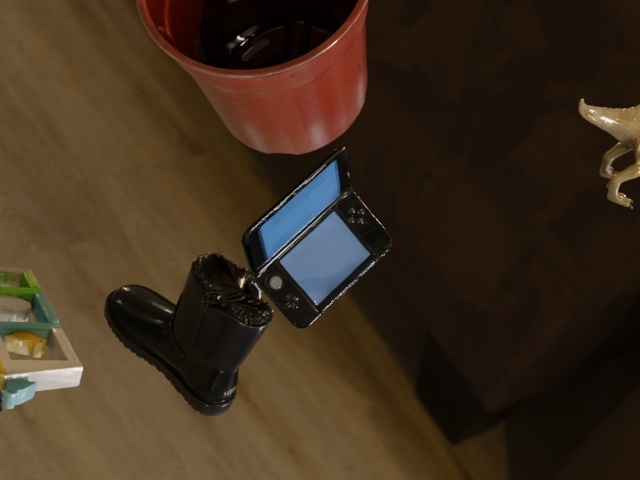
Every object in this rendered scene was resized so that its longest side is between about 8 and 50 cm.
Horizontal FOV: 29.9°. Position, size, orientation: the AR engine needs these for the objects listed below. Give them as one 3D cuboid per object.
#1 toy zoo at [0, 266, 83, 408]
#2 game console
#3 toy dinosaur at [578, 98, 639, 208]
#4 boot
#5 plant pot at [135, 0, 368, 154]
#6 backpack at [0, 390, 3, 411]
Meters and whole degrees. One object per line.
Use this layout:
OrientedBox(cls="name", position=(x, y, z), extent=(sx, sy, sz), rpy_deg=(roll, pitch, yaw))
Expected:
OrientedBox(cls="toy zoo", position=(-0.403, 0.107, 1.427), extent=(0.192, 0.030, 0.293), rpy_deg=(5, 24, -31))
OrientedBox(cls="game console", position=(0.000, 0.000, 1.029), extent=(0.122, 0.071, 0.107), rpy_deg=(-42, 99, -16))
OrientedBox(cls="toy dinosaur", position=(0.240, -0.076, 0.893), extent=(0.183, 0.093, 0.053), rpy_deg=(3, 35, -26))
OrientedBox(cls="boot", position=(-0.175, 0.088, 1.593), extent=(0.246, 0.207, 0.094), rpy_deg=(43, 41, 23))
OrientedBox(cls="plant pot", position=(-0.057, -0.248, 1.445), extent=(0.272, 0.265, 0.272), rpy_deg=(-3, 67, 7))
OrientedBox(cls="backpack", position=(-0.368, 0.081, 1.044), extent=(0.158, 0.173, 0.117), rpy_deg=(6, 15, 25))
